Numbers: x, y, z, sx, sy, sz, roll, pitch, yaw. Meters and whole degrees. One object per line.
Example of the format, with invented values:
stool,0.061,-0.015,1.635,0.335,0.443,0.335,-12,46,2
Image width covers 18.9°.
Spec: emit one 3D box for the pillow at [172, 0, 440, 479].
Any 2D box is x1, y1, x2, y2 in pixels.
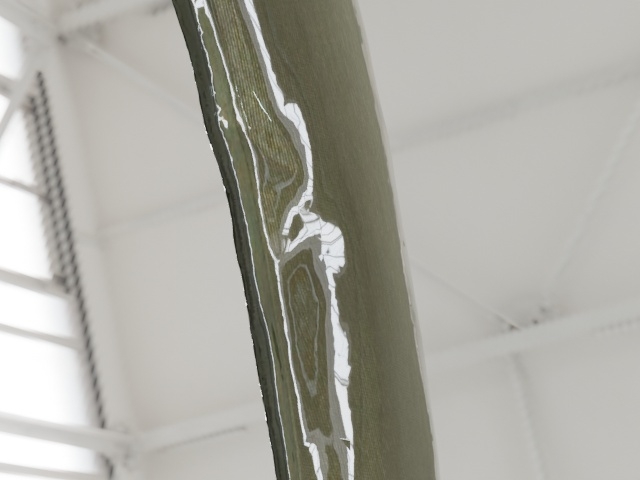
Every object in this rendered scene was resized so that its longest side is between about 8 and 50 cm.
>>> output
pillow,-0.001,0.000,0.456,0.033,0.130,0.217,-11,-88,17
